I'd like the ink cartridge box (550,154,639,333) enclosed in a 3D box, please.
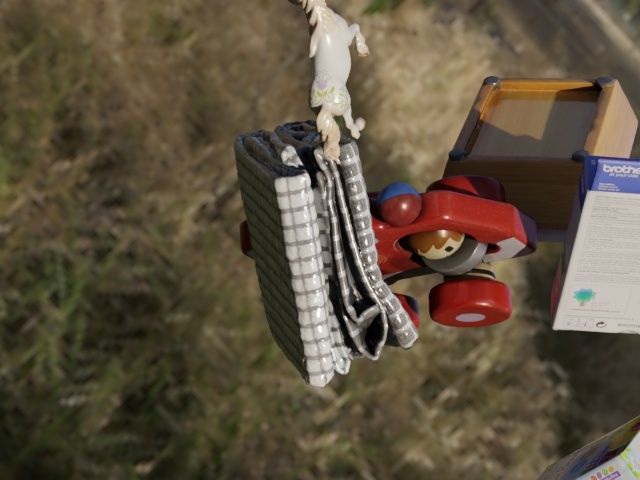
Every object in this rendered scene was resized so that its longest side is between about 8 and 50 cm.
[{"bbox_3d":[0.374,-0.003,1.998,0.311,0.185,0.065,94,0,-53],"label":"ink cartridge box"}]

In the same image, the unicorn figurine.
[{"bbox_3d":[0.004,-0.155,1.486,0.111,0.060,0.162,40,32,-66],"label":"unicorn figurine"}]

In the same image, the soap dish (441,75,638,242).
[{"bbox_3d":[0.286,-0.114,2.330,0.291,0.228,0.118,-62,150,-54],"label":"soap dish"}]

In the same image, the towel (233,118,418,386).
[{"bbox_3d":[0.000,0.000,1.841,0.283,0.121,0.235,-141,-141,-75],"label":"towel"}]

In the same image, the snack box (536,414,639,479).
[{"bbox_3d":[0.241,0.208,1.563,0.037,0.141,0.100,54,38,1],"label":"snack box"}]

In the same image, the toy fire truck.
[{"bbox_3d":[0.088,0.003,2.091,0.254,0.302,0.169,25,59,-56],"label":"toy fire truck"}]
